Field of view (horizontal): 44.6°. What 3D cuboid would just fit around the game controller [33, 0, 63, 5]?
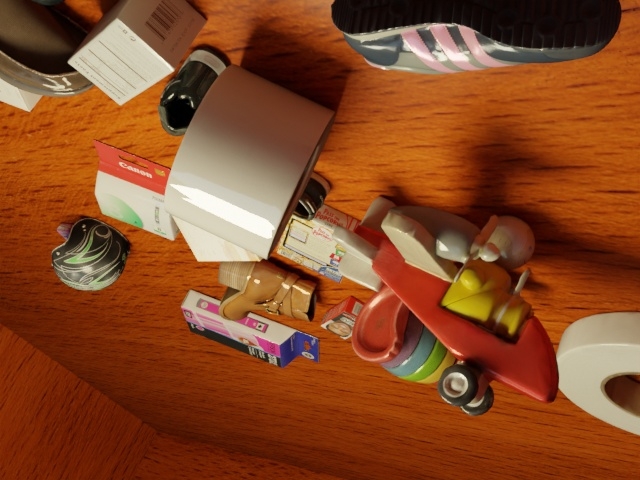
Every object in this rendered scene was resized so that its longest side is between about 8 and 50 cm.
[{"bbox_3d":[-0.438,-0.447,0.997,0.319,0.067,0.166,37,126,-20],"label":"game controller"}]

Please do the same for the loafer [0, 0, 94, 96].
[{"bbox_3d":[-0.501,-0.350,1.196,0.366,0.134,0.130,28,153,-6],"label":"loafer"}]

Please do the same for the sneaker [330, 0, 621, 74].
[{"bbox_3d":[0.177,-0.239,0.883,0.319,0.112,0.131,13,167,28],"label":"sneaker"}]

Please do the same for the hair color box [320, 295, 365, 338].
[{"bbox_3d":[0.061,0.175,1.754,0.072,0.043,0.141,29,153,-10],"label":"hair color box"}]

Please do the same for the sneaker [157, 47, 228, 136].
[{"bbox_3d":[-0.224,-0.210,1.242,0.078,0.106,0.234,33,152,-13],"label":"sneaker"}]

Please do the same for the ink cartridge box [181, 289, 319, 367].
[{"bbox_3d":[-0.184,0.250,2.078,0.370,0.069,0.176,18,152,10],"label":"ink cartridge box"}]

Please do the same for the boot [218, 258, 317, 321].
[{"bbox_3d":[-0.114,0.133,1.785,0.220,0.109,0.283,17,145,7],"label":"boot"}]

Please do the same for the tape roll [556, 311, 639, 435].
[{"bbox_3d":[0.619,0.258,1.404,0.392,0.072,0.392,20,153,11],"label":"tape roll"}]

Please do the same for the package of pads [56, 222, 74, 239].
[{"bbox_3d":[-0.639,-0.011,2.024,0.050,0.032,0.083,8,148,36],"label":"package of pads"}]

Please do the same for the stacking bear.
[{"bbox_3d":[0.222,0.222,1.592,0.289,0.175,0.164,29,152,-24],"label":"stacking bear"}]

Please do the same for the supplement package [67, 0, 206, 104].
[{"bbox_3d":[-0.270,-0.290,1.140,0.105,0.105,0.179,40,150,-27],"label":"supplement package"}]

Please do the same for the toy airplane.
[{"bbox_3d":[0.209,0.052,1.235,0.384,0.272,0.386,45,-175,-15],"label":"toy airplane"}]

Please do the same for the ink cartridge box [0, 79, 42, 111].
[{"bbox_3d":[-0.558,-0.307,1.367,0.143,0.092,0.090,21,153,11],"label":"ink cartridge box"}]

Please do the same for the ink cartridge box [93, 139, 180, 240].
[{"bbox_3d":[-0.389,-0.100,1.638,0.181,0.056,0.225,21,154,8],"label":"ink cartridge box"}]

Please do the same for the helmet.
[{"bbox_3d":[-0.567,0.045,1.920,0.169,0.162,0.169,20,152,11],"label":"helmet"}]

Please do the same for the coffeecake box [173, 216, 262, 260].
[{"bbox_3d":[-0.193,-0.034,1.530,0.185,0.068,0.142,-1,124,42],"label":"coffeecake box"}]

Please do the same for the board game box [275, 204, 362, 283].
[{"bbox_3d":[0.000,0.000,1.492,0.146,0.045,0.193,26,153,0],"label":"board game box"}]

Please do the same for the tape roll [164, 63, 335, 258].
[{"bbox_3d":[-0.103,-0.116,1.157,0.169,0.246,0.246,26,153,0],"label":"tape roll"}]

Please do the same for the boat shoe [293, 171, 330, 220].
[{"bbox_3d":[-0.103,-0.108,1.356,0.233,0.079,0.084,24,155,5],"label":"boat shoe"}]
